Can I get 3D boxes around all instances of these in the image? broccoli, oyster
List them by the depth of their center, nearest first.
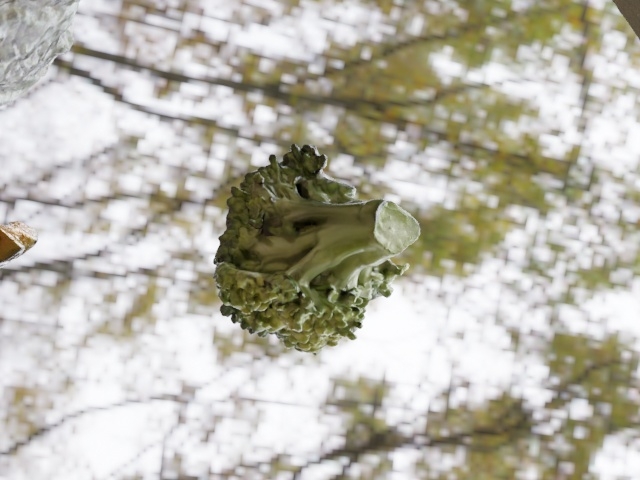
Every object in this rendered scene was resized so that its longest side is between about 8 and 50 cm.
[{"bbox_3d":[-0.275,-0.195,1.606,0.112,0.198,0.268,41,-23,16],"label":"oyster"},{"bbox_3d":[0.000,0.000,2.211,0.243,0.263,0.247,-18,-105,48],"label":"broccoli"}]

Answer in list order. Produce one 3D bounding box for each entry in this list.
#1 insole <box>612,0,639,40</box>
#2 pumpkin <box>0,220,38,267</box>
[{"bbox_3d":[0.281,-0.198,1.696,0.192,0.010,0.063,59,-22,0],"label":"insole"},{"bbox_3d":[-0.480,-0.001,2.412,0.149,0.254,0.130,-42,-144,16],"label":"pumpkin"}]
